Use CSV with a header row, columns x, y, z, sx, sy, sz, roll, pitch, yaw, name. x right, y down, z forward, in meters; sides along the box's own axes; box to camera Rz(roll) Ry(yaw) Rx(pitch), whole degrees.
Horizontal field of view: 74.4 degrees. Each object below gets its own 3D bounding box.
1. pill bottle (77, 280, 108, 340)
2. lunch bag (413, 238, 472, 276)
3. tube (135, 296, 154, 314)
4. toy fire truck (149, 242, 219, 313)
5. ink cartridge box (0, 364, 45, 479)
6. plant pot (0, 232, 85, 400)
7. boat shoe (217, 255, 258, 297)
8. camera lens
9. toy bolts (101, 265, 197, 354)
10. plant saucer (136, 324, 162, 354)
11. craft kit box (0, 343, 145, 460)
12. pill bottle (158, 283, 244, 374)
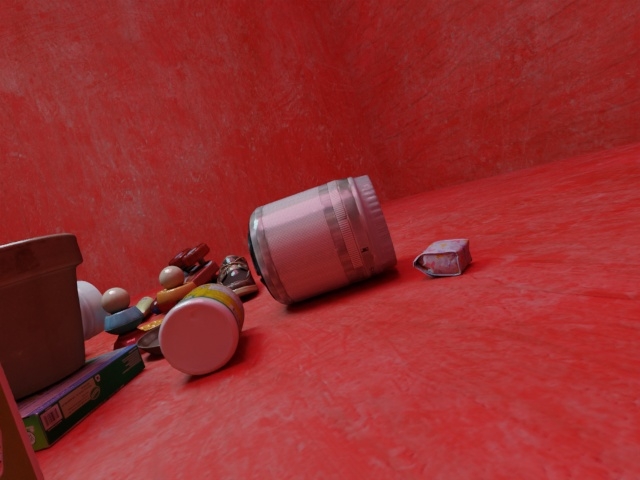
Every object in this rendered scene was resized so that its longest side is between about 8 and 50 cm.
x,y,z,sx,sy,sz,roll,pitch,yaw,name
-0.611,0.193,0.882,0.161,0.162,0.283,-17,7,27,pill bottle
0.212,0.031,0.735,0.083,0.053,0.071,-3,16,36,lunch bag
-0.640,0.256,1.498,0.062,0.070,0.240,11,1,-12,tube
-0.486,0.157,1.500,0.302,0.169,0.254,-15,25,48,toy fire truck
-0.391,0.203,0.372,0.255,0.189,0.097,-19,3,-19,ink cartridge box
-0.508,0.134,0.702,0.262,0.230,0.263,-20,4,2,plant pot
-0.266,0.107,1.281,0.123,0.123,0.342,-20,5,-8,boat shoe
0.000,0.000,0.891,0.274,0.220,0.219,-19,5,5,camera lens
-0.432,0.170,1.030,0.218,0.159,0.228,-16,6,32,toy bolts
-0.303,0.200,0.901,0.168,0.029,0.168,-14,9,2,plant saucer
-0.462,0.269,0.687,0.246,0.061,0.250,-16,5,9,craft kit box
-0.191,0.137,0.719,0.117,0.118,0.208,-19,6,-4,pill bottle
